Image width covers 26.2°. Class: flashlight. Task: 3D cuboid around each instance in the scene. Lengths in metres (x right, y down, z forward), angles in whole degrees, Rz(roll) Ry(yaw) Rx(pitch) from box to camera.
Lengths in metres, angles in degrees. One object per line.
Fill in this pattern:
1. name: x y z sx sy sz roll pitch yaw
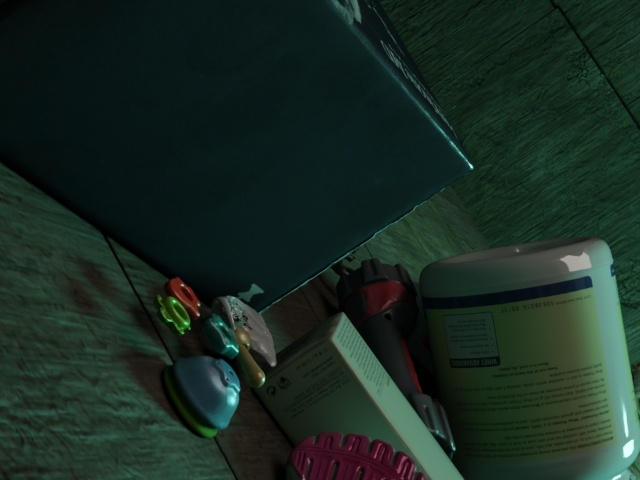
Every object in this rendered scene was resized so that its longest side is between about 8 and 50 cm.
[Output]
1. flashlight: 0.090 0.149 1.608 0.304 0.103 0.103 -107 -170 -51

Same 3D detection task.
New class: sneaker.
1. sneaker: 0.067 0.270 1.197 0.252 0.111 0.103 37 41 4

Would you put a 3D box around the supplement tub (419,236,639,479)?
1. supplement tub: 0.257 0.171 1.666 0.235 0.235 0.324 -19 100 -78

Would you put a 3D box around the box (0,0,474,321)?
1. box: -0.157 -0.254 1.263 0.480 0.297 0.471 40 21 -51

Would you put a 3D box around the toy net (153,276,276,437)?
1. toy net: -0.095 0.085 1.178 0.122 0.045 0.232 53 10 -2

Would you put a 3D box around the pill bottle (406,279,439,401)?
1. pill bottle: 0.150 0.146 1.817 0.193 0.108 0.108 47 15 -38

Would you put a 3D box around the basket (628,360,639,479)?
1. basket: 0.437 0.379 1.947 0.331 0.266 0.328 58 11 5

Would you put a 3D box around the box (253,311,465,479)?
1. box: 0.058 0.210 1.308 0.275 0.094 0.113 55 12 -3

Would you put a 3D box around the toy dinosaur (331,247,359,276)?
1. toy dinosaur: 0.000 0.000 1.743 0.118 0.064 0.268 44 8 19
